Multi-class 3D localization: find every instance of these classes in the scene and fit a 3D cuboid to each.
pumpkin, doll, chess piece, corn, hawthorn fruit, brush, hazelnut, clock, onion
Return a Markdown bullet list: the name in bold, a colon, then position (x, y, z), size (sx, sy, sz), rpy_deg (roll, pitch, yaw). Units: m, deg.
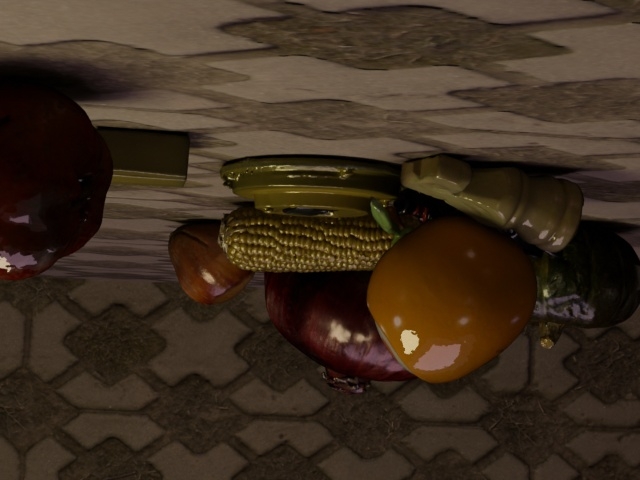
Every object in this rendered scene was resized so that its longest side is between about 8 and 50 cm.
- **pumpkin**: position (0.359, 0.072, 2.165), size (0.260, 0.189, 0.260), rpy_deg (2, 171, 0)
- **doll**: position (0.217, -0.031, 1.796), size (0.249, 0.088, 0.127), rpy_deg (16, -171, -27)
- **chess piece**: position (0.194, -0.053, 1.622), size (0.200, 0.090, 0.090), rpy_deg (17, 169, -20)
- **corn**: position (0.000, 0.000, 2.036), size (0.293, 0.106, 0.106), rpy_deg (3, 174, 1)
- **hawthorn fruit**: position (-0.294, -0.064, 1.285), size (0.202, 0.185, 0.185), rpy_deg (18, 180, 21)
- **brush**: position (-0.258, -0.092, 1.518), size (0.234, 0.047, 0.103), rpy_deg (4, 174, -9)
- **doll**: position (0.140, 0.042, 1.685), size (0.213, 0.236, 0.213), rpy_deg (-34, 176, -3)
- **hazelnut**: position (-0.172, 0.026, 2.286), size (0.150, 0.150, 0.150), rpy_deg (2, 174, 0)
- **clock**: position (-0.006, -0.058, 1.710), size (0.237, 0.057, 0.237), rpy_deg (2, 175, 0)
- **onion**: position (0.070, 0.122, 2.195), size (0.348, 0.285, 0.347), rpy_deg (12, -159, -4)
